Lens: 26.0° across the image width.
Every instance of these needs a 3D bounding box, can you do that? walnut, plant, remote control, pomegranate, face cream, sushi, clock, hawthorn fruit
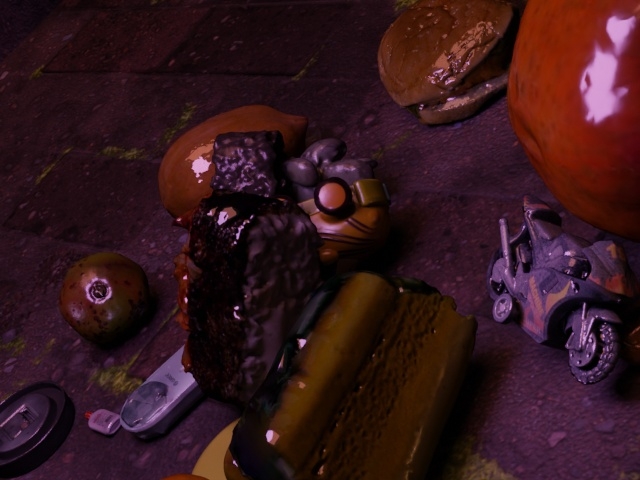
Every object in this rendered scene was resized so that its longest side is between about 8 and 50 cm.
[{"bbox_3d":[-0.145,-0.130,2.440,0.298,0.203,0.203,-31,32,1],"label":"walnut"},{"bbox_3d":[-0.044,-0.105,2.284,0.275,0.149,0.146,4,12,-5],"label":"plant"},{"bbox_3d":[-0.211,0.216,2.179,0.247,0.052,0.104,-42,32,-10],"label":"remote control"},{"bbox_3d":[-0.376,0.099,2.412,0.159,0.159,0.205,-39,6,-6],"label":"pomegranate"},{"bbox_3d":[-0.354,0.291,2.240,0.083,0.021,0.040,10,54,48],"label":"face cream"},{"bbox_3d":[-0.104,0.094,2.031,0.196,0.343,0.182,-9,18,-38],"label":"sushi"},{"bbox_3d":[-0.494,0.316,2.319,0.185,0.040,0.184,-23,34,17],"label":"clock"},{"bbox_3d":[0.462,-0.206,1.791,0.472,0.471,0.471,-24,34,17],"label":"hawthorn fruit"}]

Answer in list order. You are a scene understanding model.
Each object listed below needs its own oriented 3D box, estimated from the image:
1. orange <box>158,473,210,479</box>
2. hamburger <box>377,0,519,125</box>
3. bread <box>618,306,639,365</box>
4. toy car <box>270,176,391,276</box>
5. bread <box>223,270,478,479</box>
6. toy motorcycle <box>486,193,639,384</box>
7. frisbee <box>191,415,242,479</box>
[{"bbox_3d":[-0.188,0.391,1.862,0.155,0.134,0.154,-33,22,15],"label":"orange"},{"bbox_3d":[0.227,-0.338,2.425,0.265,0.134,0.285,-34,30,-2],"label":"hamburger"},{"bbox_3d":[0.417,0.112,1.740,0.110,0.060,0.066,-38,62,-2],"label":"bread"},{"bbox_3d":[0.000,0.000,2.157,0.248,0.200,0.142,-19,79,6],"label":"toy car"},{"bbox_3d":[0.032,0.220,1.789,0.208,0.251,0.376,-41,18,51],"label":"bread"},{"bbox_3d":[0.314,0.055,1.789,0.173,0.108,0.307,-65,30,15],"label":"toy motorcycle"},{"bbox_3d":[-0.093,0.322,1.968,0.236,0.017,0.236,-23,34,17],"label":"frisbee"}]
